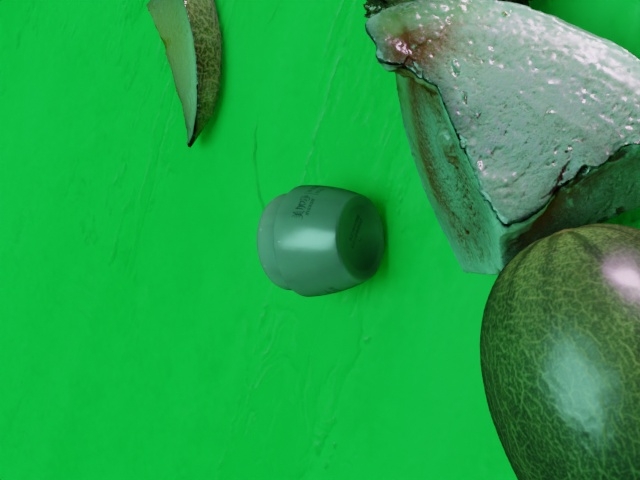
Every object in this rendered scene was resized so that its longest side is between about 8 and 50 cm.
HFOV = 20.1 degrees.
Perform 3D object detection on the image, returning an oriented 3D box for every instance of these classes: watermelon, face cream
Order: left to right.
[{"bbox_3d":[0.000,0.000,1.876,0.104,0.117,0.117,-2,91,35],"label":"face cream"},{"bbox_3d":[0.156,-0.060,1.638,0.320,0.213,0.289,23,134,-2],"label":"watermelon"}]

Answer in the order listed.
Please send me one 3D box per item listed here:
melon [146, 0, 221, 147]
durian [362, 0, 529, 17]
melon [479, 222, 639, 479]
[{"bbox_3d":[-0.148,-0.204,2.048,0.098,0.054,0.182,-30,72,46],"label":"melon"},{"bbox_3d":[0.126,-0.264,1.725,0.196,0.167,0.196,-28,32,19],"label":"durian"},{"bbox_3d":[0.263,0.129,1.547,0.237,0.237,0.301,-25,91,41],"label":"melon"}]
